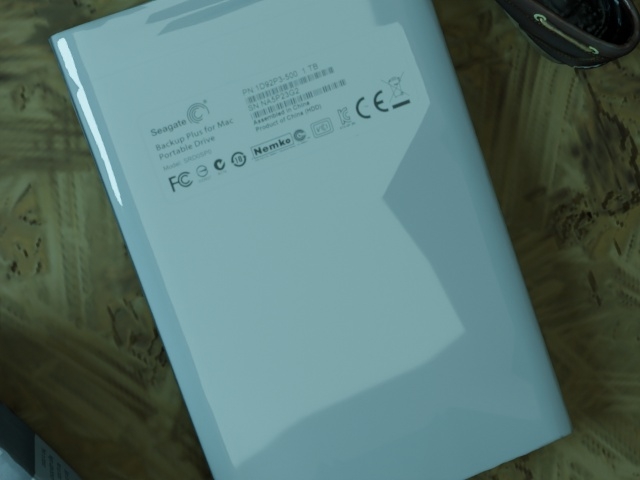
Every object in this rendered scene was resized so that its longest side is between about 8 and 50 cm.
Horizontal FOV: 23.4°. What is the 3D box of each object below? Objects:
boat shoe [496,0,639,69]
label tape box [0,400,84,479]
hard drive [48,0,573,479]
[{"bbox_3d":[0.099,-0.178,0.844,0.207,0.073,0.073,41,89,-12],"label":"boat shoe"},{"bbox_3d":[-0.177,0.249,0.804,0.240,0.106,0.333,-45,103,-5],"label":"label tape box"},{"bbox_3d":[0.000,0.000,0.853,0.203,0.040,0.307,-21,100,-10],"label":"hard drive"}]
